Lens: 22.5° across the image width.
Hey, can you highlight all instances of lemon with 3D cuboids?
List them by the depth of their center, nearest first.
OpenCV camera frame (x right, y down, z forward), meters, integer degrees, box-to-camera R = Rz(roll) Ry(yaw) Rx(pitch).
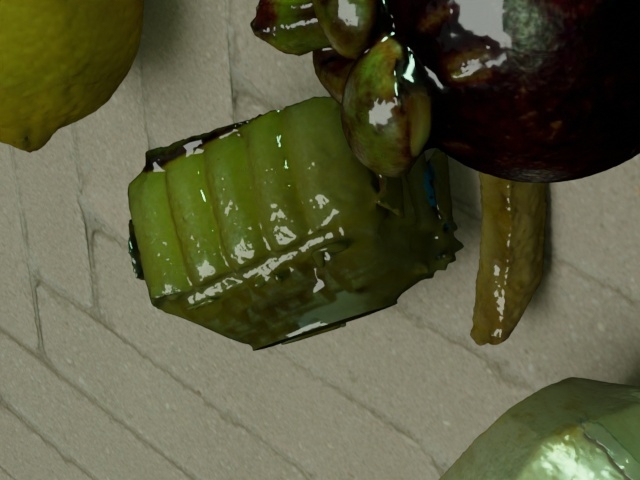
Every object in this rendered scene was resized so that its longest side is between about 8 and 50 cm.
[{"bbox_3d":[-0.351,-0.275,1.769,0.336,0.336,0.336,31,135,37],"label":"lemon"}]

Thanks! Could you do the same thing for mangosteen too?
[{"bbox_3d":[0.123,-0.183,1.182,0.307,0.347,0.307,167,90,-85],"label":"mangosteen"}]

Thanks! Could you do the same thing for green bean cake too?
[{"bbox_3d":[0.000,0.000,1.578,0.310,0.285,0.202,-20,72,33],"label":"green bean cake"}]

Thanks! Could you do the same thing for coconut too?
[{"bbox_3d":[0.250,0.289,1.387,0.323,0.323,0.323,31,135,37],"label":"coconut"}]

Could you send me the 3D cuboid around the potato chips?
[{"bbox_3d":[0.156,-0.088,1.440,0.057,0.080,0.407,38,144,57],"label":"potato chips"}]
